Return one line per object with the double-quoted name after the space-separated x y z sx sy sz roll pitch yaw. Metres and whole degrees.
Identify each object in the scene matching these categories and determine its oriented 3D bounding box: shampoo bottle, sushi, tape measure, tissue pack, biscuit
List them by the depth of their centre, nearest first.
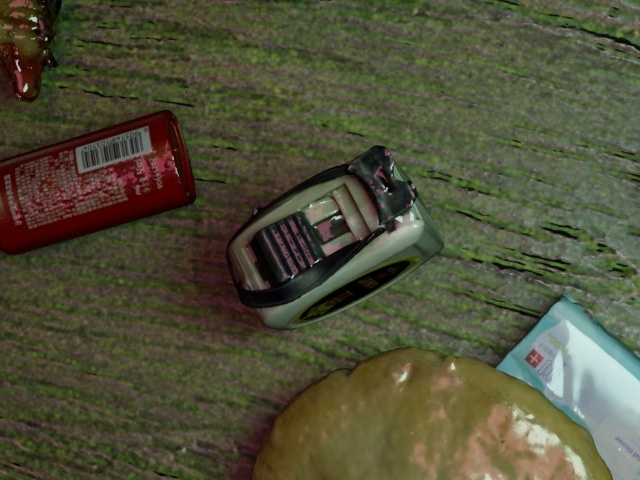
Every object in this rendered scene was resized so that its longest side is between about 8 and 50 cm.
0.110 0.337 1.233 0.429 0.104 0.446 12 97 24 "biscuit"
0.000 0.000 1.247 0.231 0.271 0.133 -28 81 6 "tape measure"
0.301 0.205 1.268 0.263 0.089 0.177 42 96 12 "tissue pack"
-0.306 -0.058 1.408 0.314 0.076 0.118 -16 87 9 "shampoo bottle"
-0.364 -0.277 1.431 0.097 0.103 0.226 2 83 -16 "sushi"
